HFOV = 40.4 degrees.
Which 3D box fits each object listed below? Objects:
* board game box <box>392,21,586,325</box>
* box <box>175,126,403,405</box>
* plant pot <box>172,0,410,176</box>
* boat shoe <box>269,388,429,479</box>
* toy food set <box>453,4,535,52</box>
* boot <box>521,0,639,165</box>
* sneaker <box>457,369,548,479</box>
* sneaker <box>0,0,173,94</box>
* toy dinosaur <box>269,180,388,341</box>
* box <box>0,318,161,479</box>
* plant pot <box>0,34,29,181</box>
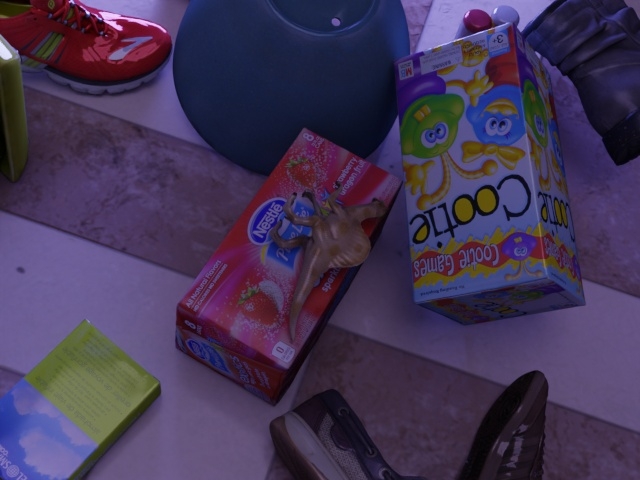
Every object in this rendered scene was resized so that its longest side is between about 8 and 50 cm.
[{"bbox_3d":[0.180,-0.064,0.935,0.142,0.144,0.275,-13,70,28],"label":"board game box"},{"bbox_3d":[-0.032,0.025,0.920,0.128,0.122,0.257,29,61,7],"label":"box"},{"bbox_3d":[-0.020,-0.239,0.998,0.290,0.195,0.290,4,72,-11],"label":"plant pot"},{"bbox_3d":[0.070,0.257,0.823,0.092,0.103,0.285,-37,67,-20],"label":"boat shoe"},{"bbox_3d":[0.229,-0.229,1.110,0.111,0.104,0.232,7,61,-5],"label":"toy food set"},{"bbox_3d":[0.418,-0.244,1.098,0.338,0.118,0.222,-21,73,-38],"label":"boot"},{"bbox_3d":[0.196,0.224,0.891,0.071,0.066,0.188,38,67,-7],"label":"sneaker"},{"bbox_3d":[-0.311,-0.253,1.026,0.279,0.118,0.107,5,60,-16],"label":"sneaker"},{"bbox_3d":[0.000,0.000,0.837,0.093,0.053,0.183,35,62,7],"label":"toy dinosaur"},{"bbox_3d":[-0.255,0.175,0.849,0.109,0.042,0.178,37,63,13],"label":"box"},{"bbox_3d":[-0.439,-0.148,0.902,0.207,0.228,0.227,-35,71,-30],"label":"plant pot"}]
